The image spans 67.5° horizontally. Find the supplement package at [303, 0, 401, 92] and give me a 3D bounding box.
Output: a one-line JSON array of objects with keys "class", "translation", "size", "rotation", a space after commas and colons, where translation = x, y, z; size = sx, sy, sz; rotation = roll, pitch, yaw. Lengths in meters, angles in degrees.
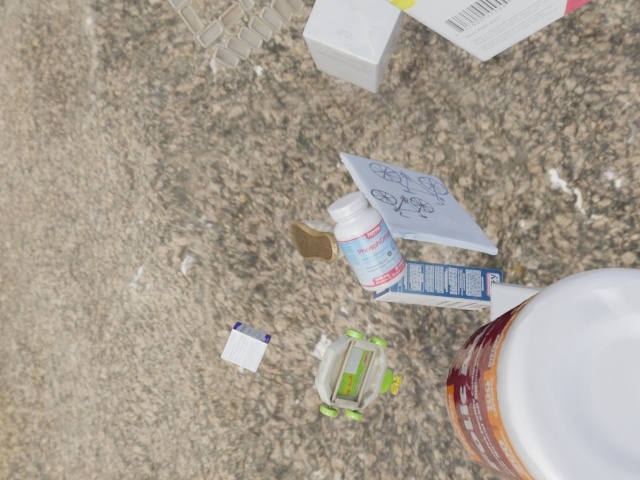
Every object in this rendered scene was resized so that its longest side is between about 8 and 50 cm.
[{"class": "supplement package", "translation": [0.088, -0.490, 1.132], "size": [0.178, 0.293, 0.175], "rotation": [23, 97, 3]}]

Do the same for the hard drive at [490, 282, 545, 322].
[{"class": "hard drive", "translation": [0.518, 0.226, 1.049], "size": [0.047, 0.353, 0.232], "rotation": [-1, 92, -24]}]

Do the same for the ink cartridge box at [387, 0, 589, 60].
[{"class": "ink cartridge box", "translation": [0.199, -0.416, 0.580], "size": [0.279, 0.385, 0.160], "rotation": [-18, 69, 48]}]

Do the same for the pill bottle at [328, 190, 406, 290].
[{"class": "pill bottle", "translation": [0.078, 0.001, 0.819], "size": [0.087, 0.087, 0.160], "rotation": [-29, 108, 3]}]

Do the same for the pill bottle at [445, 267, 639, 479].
[{"class": "pill bottle", "translation": [0.275, 0.187, 0.566], "size": [0.224, 0.392, 0.223], "rotation": [-1, 70, 4]}]

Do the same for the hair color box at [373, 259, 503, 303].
[{"class": "hair color box", "translation": [0.350, 0.137, 1.452], "size": [0.348, 0.174, 0.105], "rotation": [7, 75, -9]}]

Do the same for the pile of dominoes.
[{"class": "pile of dominoes", "translation": [-0.165, -0.490, 0.978], "size": [0.251, 0.196, 0.040], "rotation": [-44, 46, -8]}]

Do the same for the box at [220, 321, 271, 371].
[{"class": "box", "translation": [-0.262, 0.374, 1.693], "size": [0.137, 0.072, 0.126], "rotation": [24, 106, -1]}]

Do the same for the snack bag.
[{"class": "snack bag", "translation": [0.232, -0.086, 1.147], "size": [0.037, 0.323, 0.342], "rotation": [-63, 33, 30]}]

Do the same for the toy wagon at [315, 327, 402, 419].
[{"class": "toy wagon", "translation": [0.131, 0.437, 1.543], "size": [0.068, 0.344, 0.267], "rotation": [13, 80, 49]}]

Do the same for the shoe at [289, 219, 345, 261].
[{"class": "shoe", "translation": [0.000, 0.000, 0.961], "size": [0.058, 0.219, 0.076], "rotation": [-15, 106, -24]}]
